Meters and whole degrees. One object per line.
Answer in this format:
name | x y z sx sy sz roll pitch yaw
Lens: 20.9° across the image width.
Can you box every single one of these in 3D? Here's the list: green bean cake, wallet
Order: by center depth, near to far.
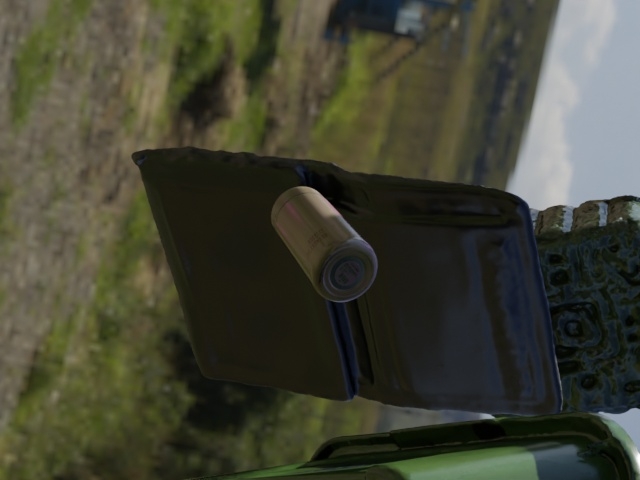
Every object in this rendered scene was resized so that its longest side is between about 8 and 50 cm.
wallet | 0.023 0.035 1.364 0.041 0.323 0.247 -63 149 -46
green bean cake | 0.215 0.063 1.498 0.094 0.173 0.181 -50 131 -75

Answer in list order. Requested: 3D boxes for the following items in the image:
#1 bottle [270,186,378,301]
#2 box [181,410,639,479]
bottle | 0.000 0.000 1.137 0.096 0.045 0.045 -129 -136 -55
box | 0.037 0.240 1.039 0.329 0.178 0.252 -17 -103 56
